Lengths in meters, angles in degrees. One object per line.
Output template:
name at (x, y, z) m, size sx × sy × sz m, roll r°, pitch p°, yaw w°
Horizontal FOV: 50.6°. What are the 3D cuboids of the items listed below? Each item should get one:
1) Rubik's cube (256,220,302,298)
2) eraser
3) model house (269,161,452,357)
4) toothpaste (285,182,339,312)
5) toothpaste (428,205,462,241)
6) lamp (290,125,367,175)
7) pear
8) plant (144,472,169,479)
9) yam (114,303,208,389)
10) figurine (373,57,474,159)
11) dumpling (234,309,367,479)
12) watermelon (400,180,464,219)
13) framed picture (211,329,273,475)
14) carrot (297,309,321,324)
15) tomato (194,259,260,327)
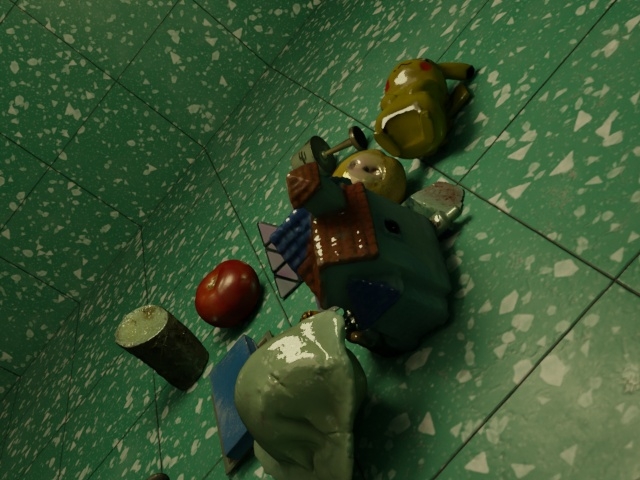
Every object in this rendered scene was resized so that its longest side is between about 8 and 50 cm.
Rubik's cube at (-0.070, -0.007, 1.686) m, size 0.190 × 0.178 × 0.211 m, roll -26°, pitch 37°, yaw 38°
eraser at (-0.179, 0.343, 1.528) m, size 0.144 × 0.043 × 0.312 m, roll -50°, pitch 26°, yaw 7°
model house at (0.034, 0.025, 1.237) m, size 0.252 × 0.329 × 0.295 m, roll -40°, pitch 37°, yaw 27°
toothpaste at (0.000, 0.000, 1.594) m, size 0.125 × 0.080 × 0.371 m, roll -37°, pitch 54°, yaw 28°
toothpaste at (0.182, 0.022, 1.369) m, size 0.268 × 0.047 × 0.069 m, roll -44°, pitch 48°, yaw 24°
lamp at (0.022, -0.248, 1.902) m, size 0.215 × 0.121 × 0.121 m, roll -23°, pitch 37°, yaw 32°
pear at (0.112, -0.124, 1.537) m, size 0.178 × 0.178 × 0.178 m, roll -39°, pitch 29°, yaw 26°
plant at (-0.460, 0.626, 1.564) m, size 0.274 × 0.149 × 0.146 m, roll -36°, pitch 30°, yaw 26°
yam at (-0.413, 0.286, 1.824) m, size 0.154 × 0.254 × 0.154 m, roll -28°, pitch 34°, yaw 20°
figurine at (0.238, -0.324, 1.583) m, size 0.218 × 0.169 × 0.326 m, roll -16°, pitch 44°, yaw 29°
dumpling at (-0.013, 0.279, 1.184) m, size 0.270 × 0.320 × 0.212 m, roll 19°, pitch 51°, yaw 28°
watermelon at (0.219, -0.071, 1.427) m, size 0.180 × 0.081 × 0.094 m, roll -22°, pitch 14°, yaw 39°
framed picture at (-0.158, 0.360, 1.543) m, size 0.231 × 0.018 × 0.293 m, roll -49°, pitch 26°, yaw 8°
carrot at (-0.029, 0.210, 1.327) m, size 0.260 × 0.070 × 0.070 m, roll 105°, pitch -176°, yaw -57°
tomato at (-0.246, 0.146, 1.827) m, size 0.195 × 0.136 × 0.195 m, roll -36°, pitch 31°, yaw 26°
